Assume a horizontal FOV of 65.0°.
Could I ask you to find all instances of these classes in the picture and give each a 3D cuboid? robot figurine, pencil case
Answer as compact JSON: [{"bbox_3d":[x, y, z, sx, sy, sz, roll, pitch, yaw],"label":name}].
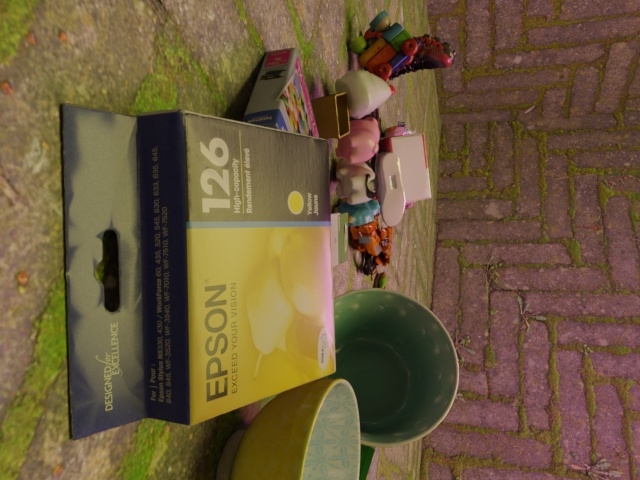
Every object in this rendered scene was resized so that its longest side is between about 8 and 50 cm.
[{"bbox_3d":[0.144,-0.028,1.392,0.291,0.085,0.211,60,34,-56],"label":"robot figurine"},{"bbox_3d":[0.267,-0.249,1.708,0.124,0.124,0.284,29,63,-69],"label":"pencil case"}]

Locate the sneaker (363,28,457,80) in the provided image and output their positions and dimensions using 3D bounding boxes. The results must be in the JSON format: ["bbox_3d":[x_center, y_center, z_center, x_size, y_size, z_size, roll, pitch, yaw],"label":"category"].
[{"bbox_3d":[0.235,-0.507,1.407,0.135,0.276,0.097,-68,159,-9],"label":"sneaker"}]

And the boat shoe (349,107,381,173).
[{"bbox_3d":[0.093,-0.292,1.231,0.307,0.111,0.104,80,15,-55],"label":"boat shoe"}]

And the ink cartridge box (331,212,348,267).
[{"bbox_3d":[0.000,0.000,1.002,0.209,0.062,0.108,-16,105,-71],"label":"ink cartridge box"}]

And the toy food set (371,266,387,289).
[{"bbox_3d":[0.205,0.170,1.649,0.132,0.039,0.192,-58,144,-57],"label":"toy food set"}]

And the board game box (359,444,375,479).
[{"bbox_3d":[0.126,0.444,1.263,0.316,0.064,0.242,-45,150,-66],"label":"board game box"}]

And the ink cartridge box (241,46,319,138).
[{"bbox_3d":[-0.054,-0.146,0.770,0.311,0.065,0.185,-82,161,-48],"label":"ink cartridge box"}]

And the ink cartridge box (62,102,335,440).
[{"bbox_3d":[-0.101,0.024,0.537,0.307,0.072,0.303,-4,94,-52],"label":"ink cartridge box"}]

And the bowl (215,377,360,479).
[{"bbox_3d":[-0.052,0.333,0.705,0.289,0.156,0.289,1,90,-71],"label":"bowl"}]

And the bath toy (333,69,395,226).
[{"bbox_3d":[0.093,-0.207,1.117,0.151,0.129,0.348,48,-34,47],"label":"bath toy"}]

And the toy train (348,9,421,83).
[{"bbox_3d":[0.125,-0.466,1.308,0.143,0.248,0.105,48,5,-1],"label":"toy train"}]

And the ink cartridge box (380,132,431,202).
[{"bbox_3d":[0.206,-0.201,1.383,0.237,0.100,0.171,-140,-139,-75],"label":"ink cartridge box"}]

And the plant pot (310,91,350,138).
[{"bbox_3d":[0.005,-0.242,0.983,0.081,0.083,0.081,-48,134,-63],"label":"plant pot"}]

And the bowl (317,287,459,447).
[{"bbox_3d":[0.109,0.271,1.033,0.163,0.312,0.311,96,5,-60],"label":"bowl"}]

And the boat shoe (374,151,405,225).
[{"bbox_3d":[0.164,-0.129,1.247,0.063,0.066,0.184,-140,-144,-67],"label":"boat shoe"}]
